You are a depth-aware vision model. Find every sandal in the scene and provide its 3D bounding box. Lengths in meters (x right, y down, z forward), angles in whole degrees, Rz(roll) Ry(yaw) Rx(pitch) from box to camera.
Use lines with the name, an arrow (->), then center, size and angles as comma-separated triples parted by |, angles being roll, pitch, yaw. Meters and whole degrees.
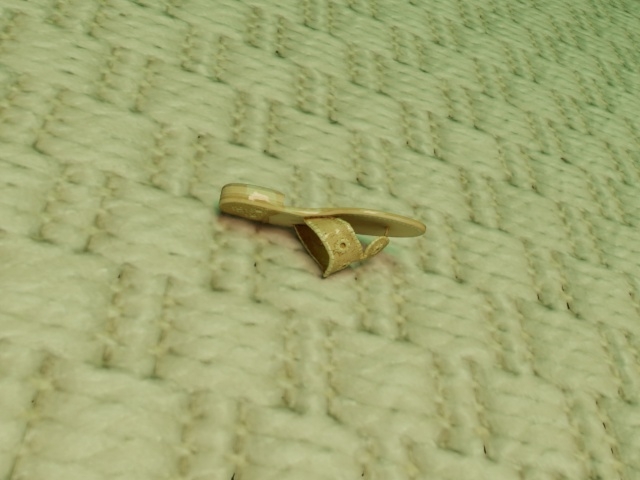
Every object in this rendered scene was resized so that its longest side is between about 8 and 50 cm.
sandal -> -0.001, 0.002, 0.853 | 0.239, 0.088, 0.079 | 12, 74, -10
